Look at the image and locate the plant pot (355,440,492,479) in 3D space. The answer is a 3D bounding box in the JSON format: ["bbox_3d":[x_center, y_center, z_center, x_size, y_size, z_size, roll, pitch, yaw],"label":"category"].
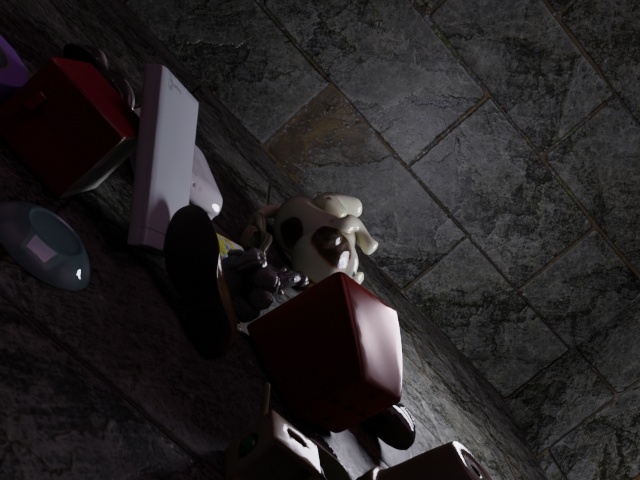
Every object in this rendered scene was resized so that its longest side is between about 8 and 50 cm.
[{"bbox_3d":[0.232,0.535,1.422,0.263,0.229,0.263,46,10,-10],"label":"plant pot"}]

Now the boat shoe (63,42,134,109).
[{"bbox_3d":[-0.600,-0.426,1.856,0.095,0.112,0.335,10,31,-45],"label":"boat shoe"}]

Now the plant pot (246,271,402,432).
[{"bbox_3d":[0.032,0.271,1.548,0.267,0.267,0.235,37,28,-46],"label":"plant pot"}]

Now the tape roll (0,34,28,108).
[{"bbox_3d":[-0.685,-0.358,1.285,0.275,0.090,0.275,46,12,-12],"label":"tape roll"}]

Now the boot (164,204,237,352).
[{"bbox_3d":[-0.235,0.080,1.403,0.115,0.112,0.305,54,20,-75],"label":"boot"}]

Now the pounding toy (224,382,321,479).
[{"bbox_3d":[-0.082,0.335,1.129,0.141,0.130,0.100,44,11,-21],"label":"pounding toy"}]

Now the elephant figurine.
[{"bbox_3d":[-0.156,0.094,1.581,0.186,0.169,0.239,46,8,1],"label":"elephant figurine"}]

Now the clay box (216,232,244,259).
[{"bbox_3d":[-0.252,0.037,1.714,0.222,0.053,0.127,32,19,-52],"label":"clay box"}]

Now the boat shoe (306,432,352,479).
[{"bbox_3d":[0.018,0.438,1.383,0.133,0.049,0.042,45,18,7],"label":"boat shoe"}]

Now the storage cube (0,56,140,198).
[{"bbox_3d":[-0.480,-0.218,1.356,0.193,0.184,0.215,49,10,-7],"label":"storage cube"}]

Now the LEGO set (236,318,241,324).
[{"bbox_3d":[-0.201,0.170,1.544,0.083,0.023,0.054,30,2,-12],"label":"LEGO set"}]

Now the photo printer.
[{"bbox_3d":[-0.387,-0.190,1.827,0.256,0.107,0.307,38,15,-43],"label":"photo printer"}]

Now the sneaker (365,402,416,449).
[{"bbox_3d":[0.121,0.421,1.769,0.286,0.109,0.130,44,14,27],"label":"sneaker"}]

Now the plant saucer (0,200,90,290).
[{"bbox_3d":[-0.443,-0.003,1.137,0.195,0.037,0.195,46,12,-12],"label":"plant saucer"}]

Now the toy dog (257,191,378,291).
[{"bbox_3d":[0.000,0.000,2.273,0.395,0.284,0.408,30,17,-22],"label":"toy dog"}]

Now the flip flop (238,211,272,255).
[{"bbox_3d":[-0.196,-0.005,1.993,0.080,0.112,0.277,16,25,-19],"label":"flip flop"}]

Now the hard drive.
[{"bbox_3d":[-0.318,-0.150,1.432,0.233,0.047,0.353,48,45,-79],"label":"hard drive"}]
